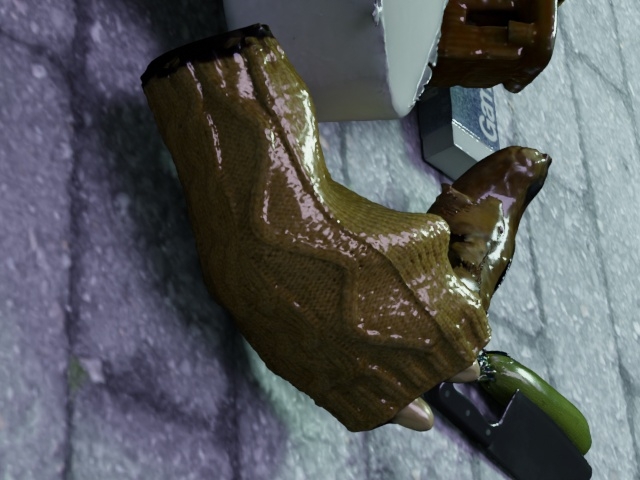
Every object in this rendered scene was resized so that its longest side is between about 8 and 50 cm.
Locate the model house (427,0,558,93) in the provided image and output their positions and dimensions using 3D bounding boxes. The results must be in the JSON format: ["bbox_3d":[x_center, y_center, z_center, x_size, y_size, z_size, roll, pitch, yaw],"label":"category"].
[{"bbox_3d":[0.104,-0.232,1.462,0.229,0.219,0.199,-2,72,-7],"label":"model house"}]

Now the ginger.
[{"bbox_3d":[0.121,0.018,1.372,0.309,0.107,0.133,-47,141,-54],"label":"ginger"}]

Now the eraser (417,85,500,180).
[{"bbox_3d":[0.144,-0.163,1.594,0.092,0.046,0.212,31,45,-40],"label":"eraser"}]

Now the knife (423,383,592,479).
[{"bbox_3d":[0.185,0.183,1.415,0.245,0.019,0.072,42,68,-34],"label":"knife"}]

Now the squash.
[{"bbox_3d":[0.208,0.159,1.464,0.183,0.052,0.052,40,39,-28],"label":"squash"}]

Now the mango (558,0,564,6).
[{"bbox_3d":[0.195,-0.331,1.679,0.236,0.166,0.136,26,53,-43],"label":"mango"}]

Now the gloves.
[{"bbox_3d":[-0.015,0.002,1.141,0.155,0.203,0.356,-41,99,-20],"label":"gloves"}]

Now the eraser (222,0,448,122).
[{"bbox_3d":[0.024,-0.283,1.276,0.331,0.150,0.331,-1,90,-69],"label":"eraser"}]
